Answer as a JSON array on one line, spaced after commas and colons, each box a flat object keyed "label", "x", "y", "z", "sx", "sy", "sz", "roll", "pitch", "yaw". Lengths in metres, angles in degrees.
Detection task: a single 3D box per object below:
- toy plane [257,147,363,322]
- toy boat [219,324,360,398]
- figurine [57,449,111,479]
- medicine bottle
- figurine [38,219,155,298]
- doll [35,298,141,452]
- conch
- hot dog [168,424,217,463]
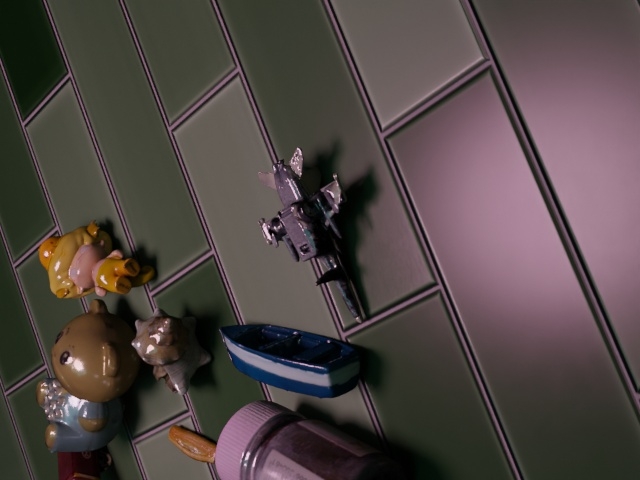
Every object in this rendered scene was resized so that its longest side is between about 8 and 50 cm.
[{"label": "toy plane", "x": -0.008, "y": 0.002, "z": 1.694, "sx": 0.192, "sy": 0.088, "sz": 0.262, "roll": -30, "pitch": 77, "yaw": 46}, {"label": "toy boat", "x": -0.060, "y": 0.178, "z": 1.792, "sx": 0.299, "sy": 0.096, "sz": 0.061, "roll": 10, "pitch": 115, "yaw": 48}, {"label": "figurine", "x": -0.452, "y": 0.437, "z": 2.273, "sx": 0.082, "sy": 0.098, "sz": 0.154, "roll": -48, "pitch": 44, "yaw": 39}, {"label": "medicine bottle", "x": -0.015, "y": 0.348, "z": 1.728, "sx": 0.273, "sy": 0.165, "sz": 0.165, "roll": 21, "pitch": 114, "yaw": 45}, {"label": "figurine", "x": -0.412, "y": 0.046, "z": 2.125, "sx": 0.246, "sy": 0.131, "sz": 0.156, "roll": 17, "pitch": 77, "yaw": 46}, {"label": "doll", "x": -0.419, "y": 0.250, "z": 2.148, "sx": 0.177, "sy": 0.162, "sz": 0.260, "roll": -116, "pitch": 37, "yaw": -47}, {"label": "conch", "x": -0.243, "y": 0.191, "z": 1.995, "sx": 0.137, "sy": 0.114, "sz": 0.234, "roll": 52, "pitch": 168, "yaw": 39}, {"label": "hot dog", "x": -0.219, "y": 0.359, "z": 2.055, "sx": 0.137, "sy": 0.028, "sz": 0.044, "roll": 13, "pitch": 82, "yaw": 43}]
